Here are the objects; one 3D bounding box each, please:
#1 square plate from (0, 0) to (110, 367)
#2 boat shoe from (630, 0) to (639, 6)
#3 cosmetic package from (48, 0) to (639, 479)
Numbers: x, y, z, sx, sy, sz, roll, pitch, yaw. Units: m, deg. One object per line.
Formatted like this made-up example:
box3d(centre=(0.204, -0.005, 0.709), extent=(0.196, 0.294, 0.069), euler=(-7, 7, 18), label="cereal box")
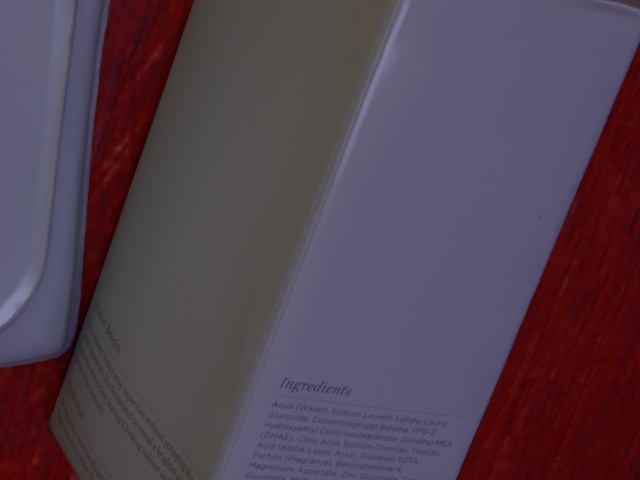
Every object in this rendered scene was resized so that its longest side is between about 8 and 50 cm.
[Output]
box3d(centre=(-0.254, -0.056, 0.936), extent=(0.347, 0.049, 0.344), euler=(-8, 121, -33), label="square plate")
box3d(centre=(0.233, -0.268, 1.051), extent=(0.110, 0.121, 0.341), euler=(6, 114, -30), label="boat shoe")
box3d(centre=(0.000, 0.000, 1.025), extent=(0.156, 0.217, 0.385), euler=(11, 112, -31), label="cosmetic package")
